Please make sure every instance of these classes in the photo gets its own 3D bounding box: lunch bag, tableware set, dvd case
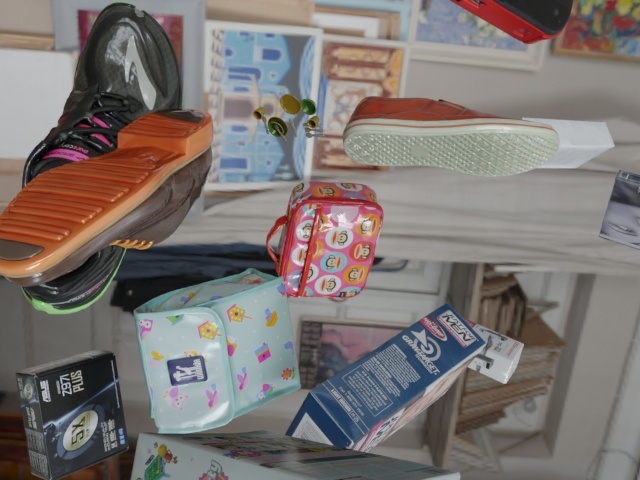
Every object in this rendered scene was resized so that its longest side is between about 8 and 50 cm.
[{"bbox_3d":[-0.180,0.187,1.164,0.160,0.262,0.224,9,-69,51],"label":"lunch bag"},{"bbox_3d":[-0.068,-0.251,1.394,0.024,0.154,0.104,-54,141,-39],"label":"tableware set"},{"bbox_3d":[0.453,-0.017,0.878,0.018,0.164,0.221,-65,157,-10],"label":"dvd case"},{"bbox_3d":[0.000,0.000,1.626,0.120,0.258,0.293,-106,-157,-53],"label":"lunch bag"}]

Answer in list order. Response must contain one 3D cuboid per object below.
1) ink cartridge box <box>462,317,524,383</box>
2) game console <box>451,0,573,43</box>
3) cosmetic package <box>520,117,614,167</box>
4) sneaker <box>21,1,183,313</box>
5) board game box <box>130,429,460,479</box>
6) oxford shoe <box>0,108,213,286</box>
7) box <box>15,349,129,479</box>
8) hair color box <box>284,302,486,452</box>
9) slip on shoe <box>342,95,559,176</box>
[{"bbox_3d":[0.327,0.218,1.365,0.099,0.135,0.056,-25,133,-58],"label":"ink cartridge box"},{"bbox_3d":[0.270,-0.502,0.996,0.060,0.386,0.342,11,-90,50],"label":"game console"},{"bbox_3d":[0.439,-0.184,1.296,0.099,0.238,0.061,-33,-114,53],"label":"cosmetic package"},{"bbox_3d":[-0.320,-0.123,1.006,0.202,0.185,0.483,166,-63,-78],"label":"sneaker"},{"bbox_3d":[-0.030,0.285,0.767,0.224,0.303,0.098,20,75,-51],"label":"board game box"},{"bbox_3d":[-0.220,-0.033,0.780,0.364,0.129,0.133,-51,147,-53],"label":"oxford shoe"},{"bbox_3d":[-0.422,0.292,1.165,0.147,0.077,0.180,-11,95,-47],"label":"box"},{"bbox_3d":[0.111,0.253,1.140,0.105,0.347,0.174,47,-43,21],"label":"hair color box"},{"bbox_3d":[0.202,-0.171,1.058,0.123,0.331,0.101,85,12,-58],"label":"slip on shoe"}]
